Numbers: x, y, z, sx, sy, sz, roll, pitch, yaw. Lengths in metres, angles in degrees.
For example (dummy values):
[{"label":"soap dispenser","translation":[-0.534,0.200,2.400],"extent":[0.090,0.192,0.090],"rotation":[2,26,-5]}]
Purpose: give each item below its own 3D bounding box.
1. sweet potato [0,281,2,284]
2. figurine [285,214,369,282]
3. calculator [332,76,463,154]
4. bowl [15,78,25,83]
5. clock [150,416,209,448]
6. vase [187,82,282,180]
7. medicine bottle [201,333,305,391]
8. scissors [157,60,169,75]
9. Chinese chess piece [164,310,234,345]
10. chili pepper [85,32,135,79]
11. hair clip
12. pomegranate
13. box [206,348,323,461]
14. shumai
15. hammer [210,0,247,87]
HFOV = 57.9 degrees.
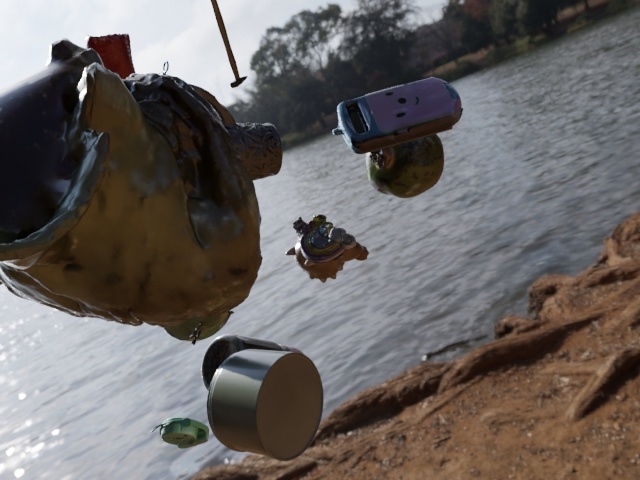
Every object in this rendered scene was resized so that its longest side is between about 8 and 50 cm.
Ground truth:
[{"label":"sweet potato","translation":[-0.723,0.084,1.188],"extent":[0.072,0.066,0.314],"rotation":[-25,-2,35]},{"label":"figurine","translation":[0.013,0.041,1.749],"extent":[0.172,0.177,0.247],"rotation":[-59,-21,0]},{"label":"calculator","translation":[0.168,-0.281,1.292],"extent":[0.293,0.051,0.172],"rotation":[-16,49,1]},{"label":"bowl","translation":[-0.529,-0.202,1.243],"extent":[0.164,0.306,0.307],"rotation":[-20,8,-20]},{"label":"clock","translation":[-0.350,0.470,1.426],"extent":[0.101,0.135,0.041],"rotation":[-25,46,26]},{"label":"vase","translation":[-0.224,-0.164,1.061],"extent":[0.301,0.250,0.156],"rotation":[-9,29,-25]},{"label":"medicine bottle","translation":[-0.167,0.344,1.539],"extent":[0.165,0.165,0.273],"rotation":[-16,-25,33]},{"label":"scissors","translation":[-0.355,-0.364,1.288],"extent":[0.014,0.058,0.119],"rotation":[-1,6,-29]},{"label":"Chinese chess piece","translation":[-0.307,0.130,1.380],"extent":[0.238,0.237,0.092],"rotation":[-14,-5,43]},{"label":"chili pepper","translation":[-0.595,-0.428,1.697],"extent":[0.135,0.338,0.131],"rotation":[-14,28,-23]},{"label":"hair clip","translation":[0.000,0.000,1.438],"extent":[0.116,0.172,0.049],"rotation":[-51,-31,-5]},{"label":"pomegranate","translation":[0.250,-0.251,1.804],"extent":[0.271,0.254,0.254],"rotation":[-2,-7,-43]},{"label":"box","translation":[-0.117,0.356,1.275],"extent":[0.150,0.226,0.226],"rotation":[-5,18,37]},{"label":"shumai","translation":[-0.254,-0.024,0.531],"extent":[0.330,0.291,0.288],"rotation":[-6,13,32]},{"label":"hammer","translation":[-0.196,-0.420,1.200],"extent":[0.013,0.198,0.062],"rotation":[-1,30,26]}]
